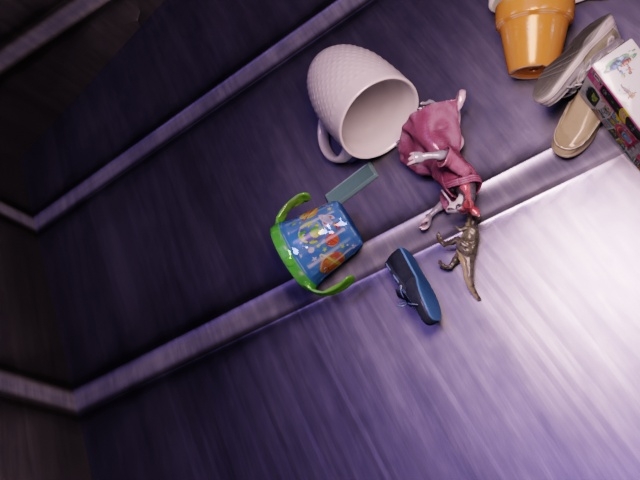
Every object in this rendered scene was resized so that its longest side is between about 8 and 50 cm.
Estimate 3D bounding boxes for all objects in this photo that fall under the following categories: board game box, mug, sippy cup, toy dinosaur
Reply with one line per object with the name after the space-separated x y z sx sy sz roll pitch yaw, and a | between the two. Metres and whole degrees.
0.726 -0.272 1.214 0.097 0.224 0.303 -36 79 16 | board game box
0.088 -0.425 1.720 0.328 0.276 0.374 56 136 38 | mug
0.000 0.000 1.643 0.224 0.240 0.306 -32 98 7 | sippy cup
0.382 0.029 1.482 0.118 0.064 0.268 -2 76 25 | toy dinosaur

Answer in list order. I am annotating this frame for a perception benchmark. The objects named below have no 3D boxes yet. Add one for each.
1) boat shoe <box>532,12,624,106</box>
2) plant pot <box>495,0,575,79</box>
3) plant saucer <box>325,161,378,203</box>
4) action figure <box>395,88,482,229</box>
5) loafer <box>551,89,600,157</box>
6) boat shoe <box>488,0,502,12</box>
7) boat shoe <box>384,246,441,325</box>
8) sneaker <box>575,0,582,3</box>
0.669 -0.449 1.385 0.320 0.103 0.118 -48 12 -17 | boat shoe
0.586 -0.555 1.485 0.205 0.205 0.188 2 91 32 | plant pot
0.097 -0.178 1.755 0.192 0.018 0.067 -36 58 16 | plant saucer
0.364 -0.205 1.521 0.275 0.248 0.370 -23 56 -7 | action figure
0.688 -0.342 1.396 0.102 0.092 0.269 34 93 36 | loafer
0.576 -0.792 1.639 0.227 0.079 0.081 -51 46 1 | boat shoe
0.257 0.139 1.510 0.089 0.109 0.258 -40 40 22 | boat shoe
0.717 -0.772 1.426 0.447 0.257 0.169 -17 65 26 | sneaker
